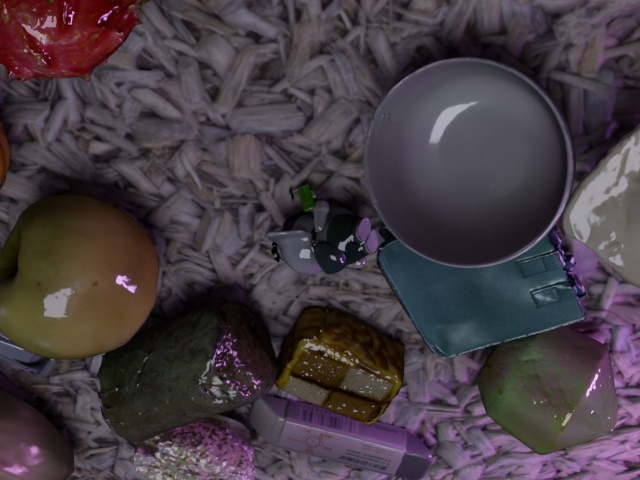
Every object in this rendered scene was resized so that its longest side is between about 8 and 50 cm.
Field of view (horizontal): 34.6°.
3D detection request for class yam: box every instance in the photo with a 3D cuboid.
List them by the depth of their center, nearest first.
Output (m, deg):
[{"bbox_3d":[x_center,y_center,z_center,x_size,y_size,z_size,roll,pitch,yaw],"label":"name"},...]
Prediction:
[{"bbox_3d":[-0.232,0.222,1.766,0.300,0.195,0.195,-24,122,24],"label":"yam"}]

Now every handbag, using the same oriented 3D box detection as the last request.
[{"bbox_3d":[0.254,0.042,1.628,0.274,0.100,0.268,-23,119,22],"label":"handbag"}]

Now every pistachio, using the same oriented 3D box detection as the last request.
[{"bbox_3d":[-0.611,0.401,1.965,0.332,0.207,0.226,33,171,-36],"label":"pistachio"}]

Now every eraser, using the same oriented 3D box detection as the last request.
[{"bbox_3d":[0.038,0.374,1.943,0.352,0.061,0.089,15,128,-6],"label":"eraser"}]

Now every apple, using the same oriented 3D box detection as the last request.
[{"bbox_3d":[-0.390,0.059,1.625,0.263,0.262,0.262,3,129,4],"label":"apple"}]

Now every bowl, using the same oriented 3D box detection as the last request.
[{"bbox_3d":[0.216,-0.113,1.434,0.287,0.144,0.286,4,101,21],"label":"bowl"}]

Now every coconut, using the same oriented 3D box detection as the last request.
[{"bbox_3d":[0.386,0.244,1.707,0.236,0.235,0.204,-2,169,9],"label":"coconut"}]

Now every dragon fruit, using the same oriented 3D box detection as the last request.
[{"bbox_3d":[-0.340,-0.309,1.355,0.268,0.210,0.205,-9,144,7],"label":"dragon fruit"}]

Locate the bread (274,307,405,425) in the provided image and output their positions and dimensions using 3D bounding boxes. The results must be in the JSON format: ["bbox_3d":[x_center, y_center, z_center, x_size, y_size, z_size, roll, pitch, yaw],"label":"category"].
[{"bbox_3d":[0.037,0.223,1.800,0.222,0.096,0.181,24,130,-13],"label":"bread"}]

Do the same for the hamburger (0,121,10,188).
[{"bbox_3d":[-0.611,-0.145,1.539,0.319,0.158,0.318,4,129,5],"label":"hamburger"}]

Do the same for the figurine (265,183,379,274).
[{"bbox_3d":[0.000,0.000,1.608,0.192,0.126,0.147,-11,139,37],"label":"figurine"}]

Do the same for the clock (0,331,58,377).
[{"bbox_3d":[-0.519,0.134,1.803,0.186,0.083,0.253,30,126,-16],"label":"clock"}]

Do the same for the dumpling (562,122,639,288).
[{"bbox_3d":[0.539,-0.067,1.425,0.395,0.233,0.315,13,126,-31],"label":"dumpling"}]

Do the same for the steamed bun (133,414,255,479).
[{"bbox_3d":[-0.234,0.397,1.925,0.226,0.200,0.170,28,87,-13],"label":"steamed bun"}]
